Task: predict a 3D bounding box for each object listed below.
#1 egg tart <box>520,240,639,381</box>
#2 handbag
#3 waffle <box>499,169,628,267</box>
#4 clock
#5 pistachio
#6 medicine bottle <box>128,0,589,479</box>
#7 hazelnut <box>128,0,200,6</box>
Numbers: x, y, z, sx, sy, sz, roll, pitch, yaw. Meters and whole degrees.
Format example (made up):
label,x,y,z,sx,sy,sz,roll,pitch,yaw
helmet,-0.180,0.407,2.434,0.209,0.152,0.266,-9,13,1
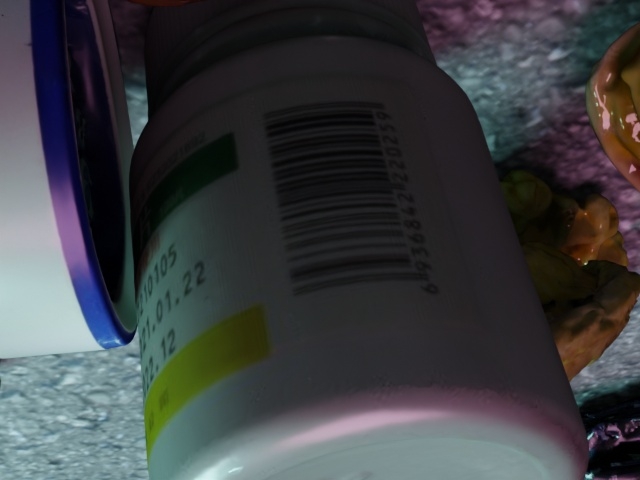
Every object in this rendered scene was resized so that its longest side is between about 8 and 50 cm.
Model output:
label,x,y,z,sx,sy,sz,roll,pitch,yaw
egg tart,0.092,0.072,0.784,0.278,0.095,0.279,-28,179,0
handbag,0.357,0.230,1.193,0.260,0.113,0.162,-10,149,-4
waffle,0.133,0.038,0.937,0.249,0.056,0.253,-21,143,12
clock,-0.151,-0.054,0.604,0.083,0.230,0.230,-5,142,-3
pistachio,0.264,-0.089,0.768,0.200,0.117,0.145,28,90,-30
medicine bottle,0.000,0.000,0.619,0.208,0.340,0.208,-7,142,-6
hazelnut,-0.032,-0.187,0.523,0.170,0.161,0.202,15,130,-32
